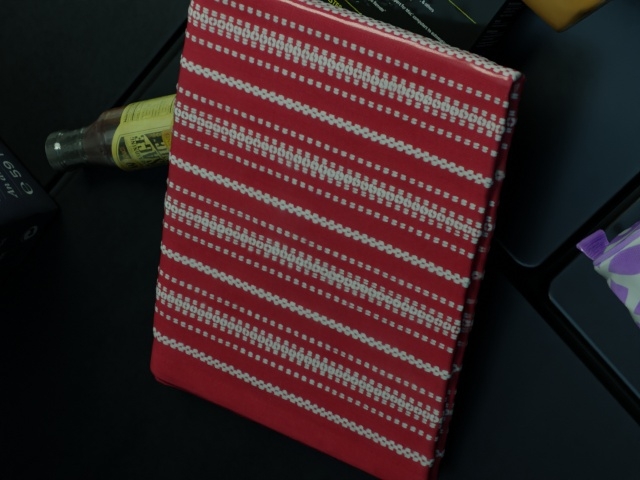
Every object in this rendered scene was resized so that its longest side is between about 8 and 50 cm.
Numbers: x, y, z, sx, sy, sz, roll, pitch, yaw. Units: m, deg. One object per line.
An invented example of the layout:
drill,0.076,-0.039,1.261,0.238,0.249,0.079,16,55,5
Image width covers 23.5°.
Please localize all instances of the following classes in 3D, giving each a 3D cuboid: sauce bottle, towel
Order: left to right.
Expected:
sauce bottle,-0.106,-0.063,0.921,0.128,0.042,0.042,-10,96,29
towel,0.000,0.000,0.858,0.198,0.031,0.275,22,121,20

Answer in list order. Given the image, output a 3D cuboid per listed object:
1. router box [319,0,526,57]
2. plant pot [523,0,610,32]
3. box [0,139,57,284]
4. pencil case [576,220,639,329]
router box,0.025,-0.163,0.835,0.179,0.046,0.133,44,115,11
plant pot,0.108,-0.207,0.703,0.205,0.205,0.188,-34,91,27
box,-0.368,-0.045,0.908,0.296,0.294,0.183,47,116,9
pencil case,0.219,0.068,0.773,0.206,0.086,0.088,60,145,5
